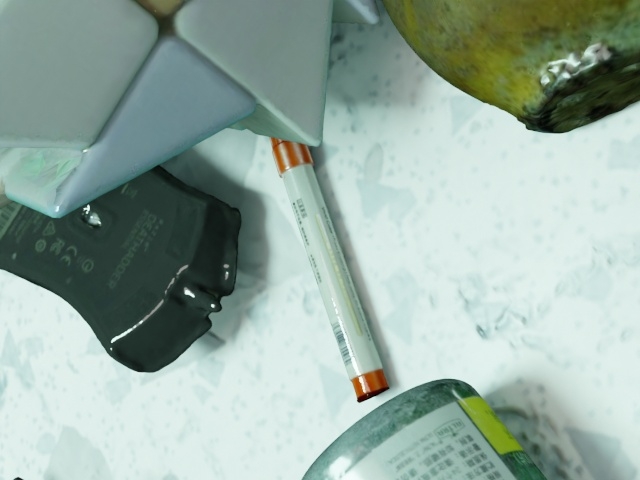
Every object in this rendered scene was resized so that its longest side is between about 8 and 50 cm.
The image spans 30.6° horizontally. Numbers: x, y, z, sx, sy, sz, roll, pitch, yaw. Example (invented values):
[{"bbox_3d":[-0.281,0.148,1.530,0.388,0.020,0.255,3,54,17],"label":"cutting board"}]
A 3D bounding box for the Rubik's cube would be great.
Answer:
[{"bbox_3d":[-0.178,-0.200,0.759,0.358,0.368,0.387,19,76,54],"label":"Rubik's cube"}]

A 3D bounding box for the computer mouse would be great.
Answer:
[{"bbox_3d":[-0.161,-0.002,0.924,0.264,0.088,0.147,34,91,32],"label":"computer mouse"}]

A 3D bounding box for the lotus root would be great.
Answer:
[{"bbox_3d":[0.121,-0.200,0.694,0.267,0.149,0.260,-13,80,38],"label":"lotus root"}]

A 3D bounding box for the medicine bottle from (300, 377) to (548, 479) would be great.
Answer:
[{"bbox_3d":[0.116,0.232,0.684,0.141,0.141,0.293,-49,62,24],"label":"medicine bottle"}]

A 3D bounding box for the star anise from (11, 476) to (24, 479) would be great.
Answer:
[{"bbox_3d":[-0.236,0.345,0.916,0.332,0.117,0.331,4,95,55],"label":"star anise"}]

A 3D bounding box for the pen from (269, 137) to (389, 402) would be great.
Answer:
[{"bbox_3d":[0.000,0.000,0.843,0.028,0.028,0.239,-28,73,32],"label":"pen"}]
